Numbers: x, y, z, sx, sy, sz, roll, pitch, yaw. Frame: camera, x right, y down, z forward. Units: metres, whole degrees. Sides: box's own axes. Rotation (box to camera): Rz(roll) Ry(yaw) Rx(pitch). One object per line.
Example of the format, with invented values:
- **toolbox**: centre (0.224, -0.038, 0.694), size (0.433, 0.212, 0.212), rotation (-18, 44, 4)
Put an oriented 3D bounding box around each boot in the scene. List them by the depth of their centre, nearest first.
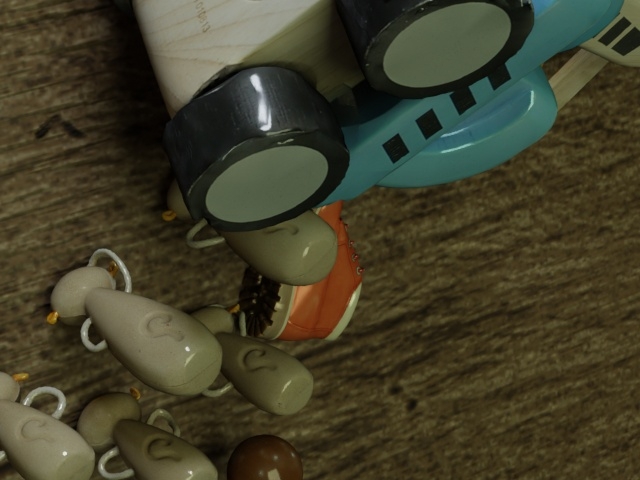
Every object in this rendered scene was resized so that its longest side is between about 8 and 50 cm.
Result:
- **boot**: centre (0.000, 0.000, 1.316), size (0.084, 0.059, 0.158), rotation (13, 98, -35)

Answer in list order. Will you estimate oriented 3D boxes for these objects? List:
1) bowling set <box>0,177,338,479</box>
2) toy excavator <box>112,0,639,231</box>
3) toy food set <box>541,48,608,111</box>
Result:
- **bowling set**: centre (-0.107, 0.104, 1.231), size (0.287, 0.154, 0.200), rotation (-38, 132, -24)
- **toy excavator**: centre (0.139, -0.165, 1.205), size (0.445, 0.433, 0.222), rotation (21, 40, -53)
- **toy food set**: centre (0.099, -0.164, 1.353), size (0.218, 0.071, 0.128), rotation (30, 109, -27)
